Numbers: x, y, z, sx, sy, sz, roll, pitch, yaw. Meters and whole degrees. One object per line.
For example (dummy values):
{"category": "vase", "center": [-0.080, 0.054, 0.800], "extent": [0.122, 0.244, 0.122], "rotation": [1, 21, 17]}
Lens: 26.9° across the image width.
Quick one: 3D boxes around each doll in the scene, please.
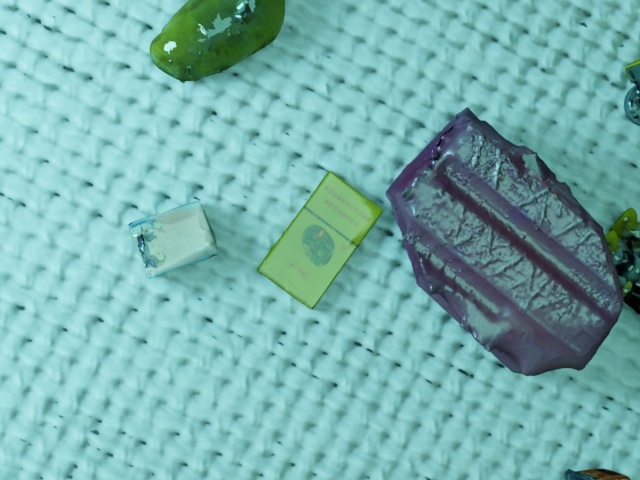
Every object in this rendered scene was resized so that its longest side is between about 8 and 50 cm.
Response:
{"category": "doll", "center": [0.478, 0.096, 1.713], "extent": [0.316, 0.145, 0.103], "rotation": [46, 127, 0]}

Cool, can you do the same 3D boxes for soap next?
{"category": "soap", "center": [0.231, 0.015, 1.641], "extent": [0.325, 0.127, 0.220], "rotation": [42, 96, -6]}

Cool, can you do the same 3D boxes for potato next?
{"category": "potato", "center": [-0.120, -0.261, 1.613], "extent": [0.188, 0.085, 0.105], "rotation": [-34, 94, -2]}

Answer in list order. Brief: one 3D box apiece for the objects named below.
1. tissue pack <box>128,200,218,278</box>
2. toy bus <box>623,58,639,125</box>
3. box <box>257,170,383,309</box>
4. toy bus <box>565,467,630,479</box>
{"category": "tissue pack", "center": [-0.177, -0.002, 1.621], "extent": [0.094, 0.059, 0.074], "rotation": [-21, 93, -9]}
{"category": "toy bus", "center": [0.524, -0.107, 1.692], "extent": [0.152, 0.144, 0.330], "rotation": [-31, 94, -8]}
{"category": "box", "center": [0.000, 0.000, 1.669], "extent": [0.087, 0.023, 0.155], "rotation": [37, 86, -11]}
{"category": "toy bus", "center": [0.361, 0.379, 1.713], "extent": [0.077, 0.079, 0.174], "rotation": [-6, 93, -19]}
